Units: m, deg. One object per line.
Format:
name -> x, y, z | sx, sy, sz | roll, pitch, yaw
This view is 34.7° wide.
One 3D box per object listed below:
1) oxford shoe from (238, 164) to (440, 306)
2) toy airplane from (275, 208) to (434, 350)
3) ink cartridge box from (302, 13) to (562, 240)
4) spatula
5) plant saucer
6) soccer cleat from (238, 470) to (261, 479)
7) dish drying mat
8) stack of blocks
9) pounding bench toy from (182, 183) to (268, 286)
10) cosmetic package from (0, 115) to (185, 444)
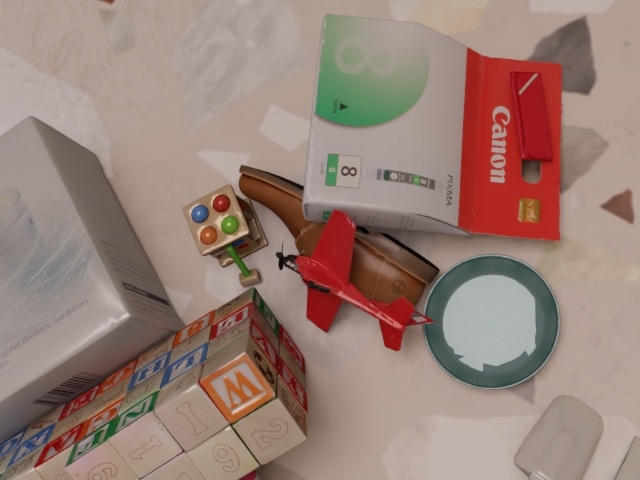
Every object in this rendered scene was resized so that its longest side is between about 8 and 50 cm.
oxford shoe -> 0.000, 0.000, 0.933 | 0.212, 0.076, 0.076 | 34, 98, 19
toy airplane -> 0.025, 0.046, 0.885 | 0.151, 0.151, 0.028 | 20, 46, 18
ink cartridge box -> 0.104, -0.098, 0.894 | 0.225, 0.056, 0.181 | 5, 72, 2
spatula -> 0.205, 0.252, 0.806 | 0.168, 0.019, 0.242 | 32, 65, 14
plant saucer -> 0.150, 0.072, 0.901 | 0.119, 0.021, 0.119 | -4, 77, 15
soccer cleat -> -0.171, 0.325, 0.901 | 0.331, 0.116, 0.143 | -33, 96, 2
dish drying mat -> 0.187, -0.111, 0.906 | 0.032, 0.008, 0.083 | 1, 73, -20
stack of blocks -> -0.159, 0.174, 0.875 | 0.297, 0.171, 0.087 | -32, 104, 7
pounding bench toy -> -0.084, 0.000, 0.957 | 0.052, 0.065, 0.083 | -26, 73, 8
cosmetic package -> -0.287, 0.046, 0.966 | 0.224, 0.138, 0.224 | -33, 70, 6
